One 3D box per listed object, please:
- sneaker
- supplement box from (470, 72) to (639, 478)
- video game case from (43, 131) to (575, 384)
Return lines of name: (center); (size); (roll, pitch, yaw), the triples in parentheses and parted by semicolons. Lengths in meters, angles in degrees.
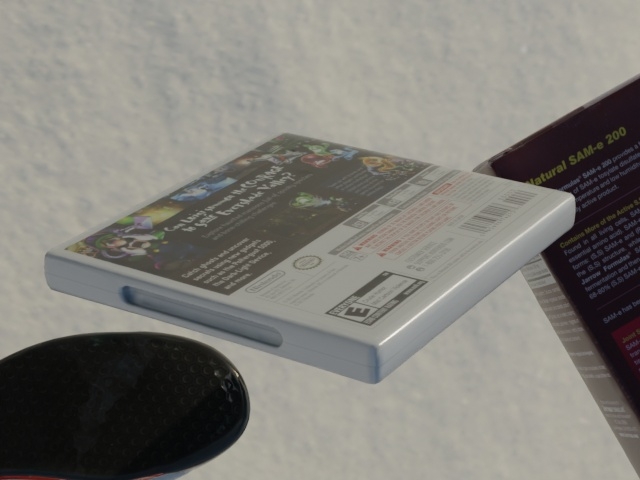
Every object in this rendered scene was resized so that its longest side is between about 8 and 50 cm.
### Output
sneaker: (-0.174, 0.132, 0.895); (0.270, 0.090, 0.145); (-16, 157, -12)
supplement box: (0.196, 0.033, 0.864); (0.130, 0.073, 0.239); (-29, 88, -7)
video game case: (0.000, 0.000, 0.739); (0.190, 0.173, 0.022); (-33, 130, -50)
